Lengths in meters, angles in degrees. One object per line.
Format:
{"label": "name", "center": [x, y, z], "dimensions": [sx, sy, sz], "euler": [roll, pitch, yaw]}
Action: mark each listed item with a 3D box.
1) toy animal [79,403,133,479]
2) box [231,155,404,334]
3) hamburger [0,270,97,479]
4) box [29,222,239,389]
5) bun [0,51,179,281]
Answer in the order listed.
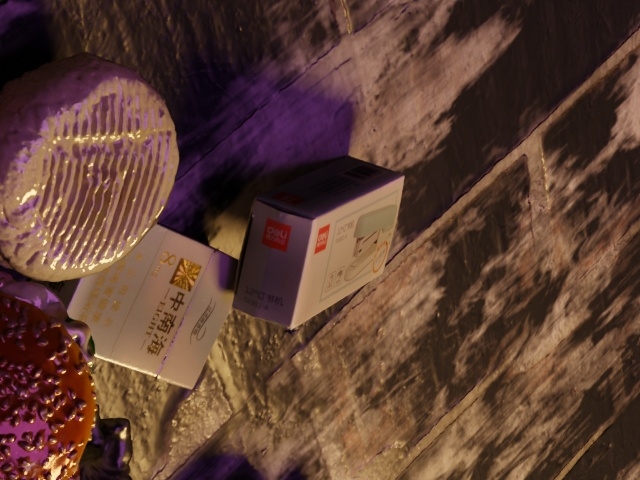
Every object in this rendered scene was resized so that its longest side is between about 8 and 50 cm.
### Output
{"label": "toy animal", "center": [-0.340, 0.272, 1.742], "dimensions": [0.343, 0.106, 0.168], "euler": [-24, 114, -28]}
{"label": "box", "center": [0.000, 0.000, 1.965], "dimensions": [0.269, 0.079, 0.135], "euler": [-27, 132, -63]}
{"label": "hamburger", "center": [-0.314, 0.140, 1.623], "dimensions": [0.236, 0.147, 0.237], "euler": [8, 72, -27]}
{"label": "box", "center": [-0.189, 0.053, 1.832], "dimensions": [0.243, 0.067, 0.155], "euler": [25, 91, -54]}
{"label": "bun", "center": [-0.245, -0.069, 1.637], "dimensions": [0.220, 0.134, 0.220], "euler": [-24, 128, -33]}
